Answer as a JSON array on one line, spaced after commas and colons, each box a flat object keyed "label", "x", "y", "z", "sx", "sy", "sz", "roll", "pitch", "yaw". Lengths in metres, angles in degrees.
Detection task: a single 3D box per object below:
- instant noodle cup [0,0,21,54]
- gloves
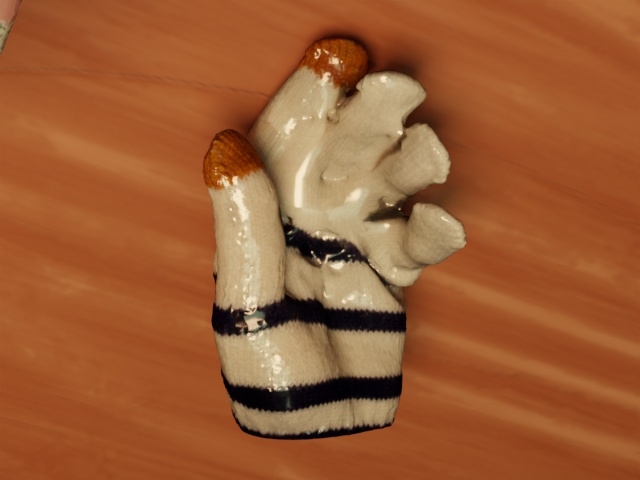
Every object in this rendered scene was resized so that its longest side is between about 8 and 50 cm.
[{"label": "instant noodle cup", "x": -0.222, "y": -0.170, "z": 0.466, "sx": 0.243, "sy": 0.231, "sz": 0.243, "roll": -4, "pitch": 128, "yaw": -5}, {"label": "gloves", "x": 0.002, "y": -0.002, "z": 0.705, "sx": 0.140, "sy": 0.131, "sz": 0.218, "roll": 2, "pitch": 96, "yaw": -6}]
